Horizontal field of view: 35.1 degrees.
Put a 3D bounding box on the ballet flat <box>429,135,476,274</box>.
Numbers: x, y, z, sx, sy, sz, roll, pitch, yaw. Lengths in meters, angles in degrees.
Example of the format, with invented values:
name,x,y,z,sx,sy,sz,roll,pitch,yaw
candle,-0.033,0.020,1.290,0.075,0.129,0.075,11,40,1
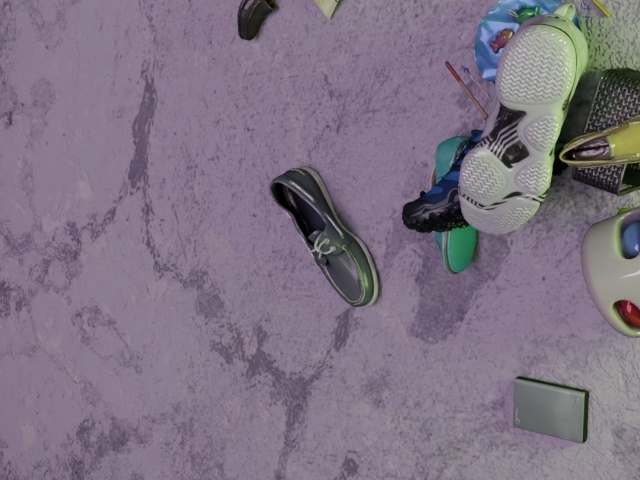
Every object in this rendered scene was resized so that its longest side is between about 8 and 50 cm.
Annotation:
name,x,y,z,sx,sy,sz,roll,pitch,yaw
ballet flat,0.236,-0.066,1.827,0.087,0.083,0.248,16,106,50

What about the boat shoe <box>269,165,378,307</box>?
name,x,y,z,sx,sy,sz,roll,pitch,yaw
boat shoe,0.000,0.000,2.009,0.116,0.099,0.320,-37,76,37

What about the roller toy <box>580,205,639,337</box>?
name,x,y,z,sx,sy,sz,roll,pitch,yaw
roller toy,0.508,0.045,1.553,0.146,0.191,0.209,-24,84,38

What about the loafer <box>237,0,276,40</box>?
name,x,y,z,sx,sy,sz,roll,pitch,yaw
loafer,-0.119,-0.475,2.027,0.061,0.062,0.170,33,120,24

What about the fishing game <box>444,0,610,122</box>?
name,x,y,z,sx,sy,sz,roll,pitch,yaw
fishing game,0.339,-0.323,1.669,0.264,0.041,0.189,-38,74,20

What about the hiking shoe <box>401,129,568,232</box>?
name,x,y,z,sx,sy,sz,roll,pitch,yaw
hiking shoe,0.270,-0.117,1.732,0.304,0.113,0.132,-26,67,8

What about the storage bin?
name,x,y,z,sx,sy,sz,roll,pitch,yaw
storage bin,0.472,-0.171,1.579,0.084,0.122,0.180,24,114,33

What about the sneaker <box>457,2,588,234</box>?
name,x,y,z,sx,sy,sz,roll,pitch,yaw
sneaker,0.326,-0.192,1.585,0.137,0.210,0.366,21,128,13

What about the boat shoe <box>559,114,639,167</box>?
name,x,y,z,sx,sy,sz,roll,pitch,yaw
boat shoe,0.441,-0.140,1.483,0.190,0.072,0.068,-19,89,39

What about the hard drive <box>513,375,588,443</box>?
name,x,y,z,sx,sy,sz,roll,pitch,yaw
hard drive,0.408,0.300,1.799,0.135,0.022,0.094,8,105,38

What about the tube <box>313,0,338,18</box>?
name,x,y,z,sx,sy,sz,roll,pitch,yaw
tube,-0.042,-0.540,1.957,0.062,0.070,0.240,-41,74,0
